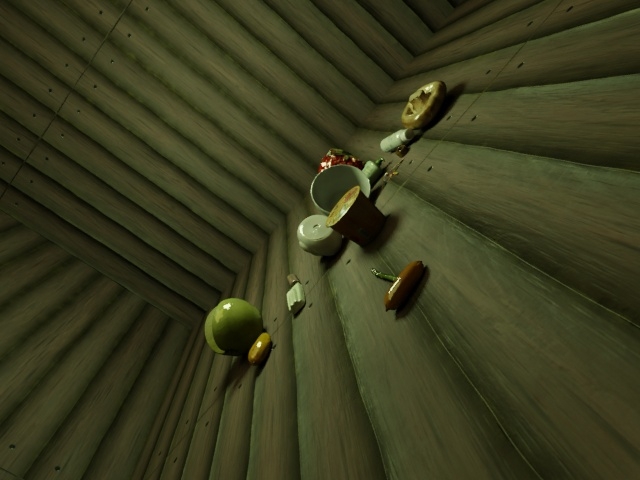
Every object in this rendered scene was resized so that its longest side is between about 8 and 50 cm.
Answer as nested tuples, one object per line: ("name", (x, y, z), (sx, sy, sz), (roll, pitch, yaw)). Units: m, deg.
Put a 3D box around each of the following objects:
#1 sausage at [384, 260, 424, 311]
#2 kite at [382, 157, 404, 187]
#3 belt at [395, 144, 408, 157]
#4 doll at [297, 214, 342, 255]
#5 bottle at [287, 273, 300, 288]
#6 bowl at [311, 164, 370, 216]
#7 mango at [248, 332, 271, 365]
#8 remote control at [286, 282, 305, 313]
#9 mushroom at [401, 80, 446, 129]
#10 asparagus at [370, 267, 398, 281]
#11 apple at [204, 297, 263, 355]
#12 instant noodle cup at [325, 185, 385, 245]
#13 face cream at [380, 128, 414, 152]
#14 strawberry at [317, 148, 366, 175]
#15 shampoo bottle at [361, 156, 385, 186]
("sausage", (0.236, 0.126, 1.165), (0.183, 0.054, 0.062), (-52, 43, -8))
("kite", (0.340, -0.322, 1.981), (0.190, 0.010, 0.159), (-55, 15, -8))
("belt", (0.401, -0.443, 2.028), (0.059, 0.036, 0.083), (-48, 15, 12))
("doll", (0.000, 0.000, 1.963), (0.251, 0.221, 0.221), (32, 83, 41))
("bottle", (-0.137, 0.208, 2.094), (0.053, 0.053, 0.140), (-52, 15, 1))
("bowl", (0.105, -0.217, 2.019), (0.286, 0.287, 0.143), (-57, -21, -18))
("mango", (-0.265, 0.478, 1.818), (0.098, 0.075, 0.190), (-35, 15, 26))
("remote control", (-0.119, 0.266, 1.915), (0.090, 0.049, 0.230), (-48, 14, 5))
("mushroom", (0.507, -0.658, 2.000), (0.278, 0.146, 0.278), (-43, 25, 25))
("asparagus", (0.212, 0.114, 1.323), (0.025, 0.024, 0.248), (-11, 6, -15))
("apple", (-0.429, 0.430, 2.021), (0.292, 0.292, 0.254), (-36, 44, 46))
("instant noodle cup", (0.150, -0.091, 1.692), (0.215, 0.172, 0.215), (-48, 15, 17))
("face cream", (0.396, -0.515, 2.103), (0.082, 0.082, 0.269), (-55, 12, -9))
("strawberry", (0.100, -0.337, 2.315), (0.292, 0.292, 0.343), (-98, 33, -70))
("shampoo bottle", (0.247, -0.337, 2.135), (0.234, 0.087, 0.118), (-50, 33, 7))
